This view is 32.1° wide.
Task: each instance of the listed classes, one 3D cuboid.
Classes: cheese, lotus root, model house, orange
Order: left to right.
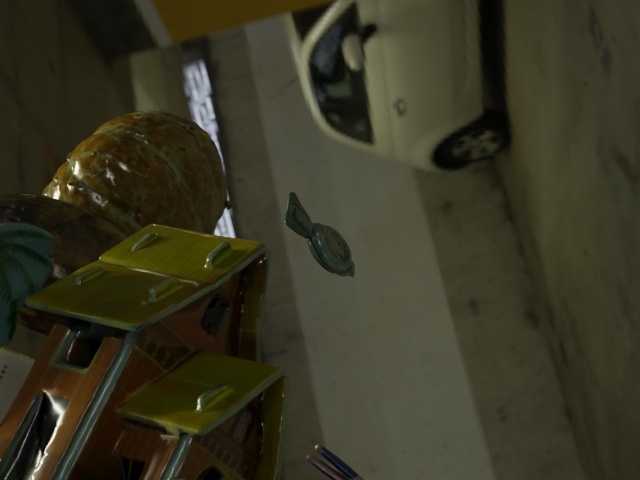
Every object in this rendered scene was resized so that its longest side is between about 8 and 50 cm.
[{"bbox_3d":[-0.321,0.032,1.311,0.169,0.314,0.141,118,174,-52],"label":"lotus root"},{"bbox_3d":[-0.168,0.099,0.938,0.340,0.300,0.323,49,-124,-44],"label":"model house"},{"bbox_3d":[-0.288,-0.047,1.715,0.249,0.329,0.329,35,-169,-6],"label":"orange"},{"bbox_3d":[0.000,0.000,1.287,0.120,0.026,0.067,44,-150,-27],"label":"cheese"}]

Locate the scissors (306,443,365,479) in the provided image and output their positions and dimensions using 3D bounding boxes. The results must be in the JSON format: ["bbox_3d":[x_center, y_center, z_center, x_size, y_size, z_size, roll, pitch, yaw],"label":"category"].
[{"bbox_3d":[0.034,0.307,1.447,0.012,0.113,0.039,-51,-4,-47],"label":"scissors"}]

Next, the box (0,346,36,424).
[{"bbox_3d":[-0.462,0.312,1.702,0.260,0.175,0.062,-66,17,-5],"label":"box"}]
